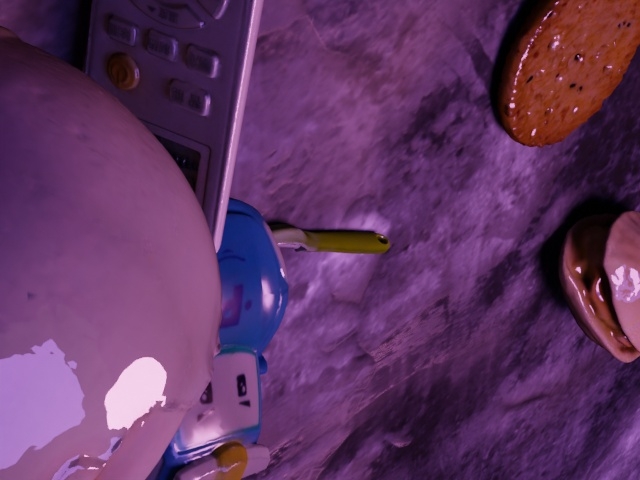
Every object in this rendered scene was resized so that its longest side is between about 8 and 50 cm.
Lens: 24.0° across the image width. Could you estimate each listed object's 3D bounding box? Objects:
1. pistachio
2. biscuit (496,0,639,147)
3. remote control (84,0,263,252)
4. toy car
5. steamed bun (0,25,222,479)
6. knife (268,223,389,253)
[{"bbox_3d":[0.320,0.048,1.574,0.223,0.126,0.152,24,67,-52],"label":"pistachio"},{"bbox_3d":[0.222,-0.167,1.327,0.188,0.027,0.188,-32,144,-28],"label":"biscuit"},{"bbox_3d":[-0.077,-0.145,0.890,0.055,0.109,0.313,-38,146,-54],"label":"remote control"},{"bbox_3d":[-0.116,0.110,1.047,0.198,0.166,0.314,-6,125,-53],"label":"toy car"},{"bbox_3d":[-0.220,0.015,0.732,0.309,0.309,0.309,-32,142,-29],"label":"steamed bun"},{"bbox_3d":[0.000,0.000,1.213,0.026,0.022,0.184,-39,156,31],"label":"knife"}]
